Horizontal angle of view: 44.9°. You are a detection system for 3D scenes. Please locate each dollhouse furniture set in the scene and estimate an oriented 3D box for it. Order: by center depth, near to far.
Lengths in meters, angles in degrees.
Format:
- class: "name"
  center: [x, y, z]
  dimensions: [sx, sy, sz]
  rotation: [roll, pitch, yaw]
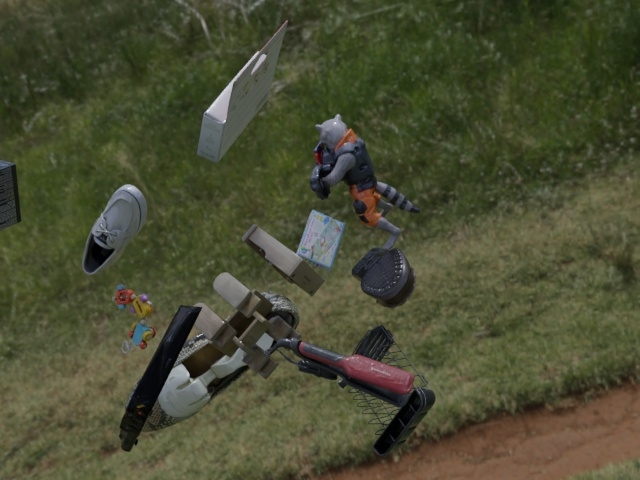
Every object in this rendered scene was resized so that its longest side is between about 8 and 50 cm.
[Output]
- class: "dollhouse furniture set"
  center: [-0.138, 0.116, 1.565]
  dimensions: [0.242, 0.212, 0.161]
  rotation: [-50, 50, -6]

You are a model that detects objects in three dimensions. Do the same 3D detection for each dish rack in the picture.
- class: "dish rack"
  center: [0.148, 0.345, 1.840]
  dimensions: [0.074, 0.208, 0.271]
  rotation: [4, 38, -40]

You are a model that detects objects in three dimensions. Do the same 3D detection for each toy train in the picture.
- class: "toy train"
  center: [-0.444, 0.185, 1.865]
  dimensions: [0.125, 0.166, 0.046]
  rotation: [-16, -10, 38]

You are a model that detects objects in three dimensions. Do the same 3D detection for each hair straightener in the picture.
- class: "hair straightener"
  center: [0.024, 0.204, 1.170]
  dimensions: [0.230, 0.089, 0.047]
  rotation: [14, 50, 8]

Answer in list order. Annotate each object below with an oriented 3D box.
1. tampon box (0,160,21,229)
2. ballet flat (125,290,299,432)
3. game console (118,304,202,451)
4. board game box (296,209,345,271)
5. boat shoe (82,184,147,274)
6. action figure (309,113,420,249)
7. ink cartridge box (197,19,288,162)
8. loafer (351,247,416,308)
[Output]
- class: "tampon box"
  center: [-0.848, -0.117, 1.969]
  dimensions: [0.120, 0.161, 0.101]
  rotation: [13, 24, 21]
- class: "ballet flat"
  center: [-0.249, 0.292, 1.833]
  dimensions: [0.483, 0.164, 0.182]
  rotation: [-37, 18, -14]
- class: "game console"
  center: [-0.303, 0.268, 1.388]
  dimensions: [0.044, 0.361, 0.213]
  rotation: [27, 52, -6]
- class: "board game box"
  center: [0.000, 0.000, 2.187]
  dimensions: [0.026, 0.103, 0.154]
  rotation: [129, 163, -59]
- class: "boat shoe"
  center: [-0.491, -0.018, 1.807]
  dimensions: [0.267, 0.096, 0.088]
  rotation: [-47, 5, 37]
- class: "action figure"
  center: [0.101, -0.179, 1.968]
  dimensions: [0.178, 0.330, 0.341]
  rotation: [-24, 25, 22]
- class: "ink cartridge box"
  center: [-0.174, -0.340, 1.720]
  dimensions: [0.060, 0.239, 0.275]
  rotation: [25, 48, 5]
- class: "loafer"
  center: [0.179, 0.099, 1.906]
  dimensions: [0.134, 0.130, 0.366]
  rotation: [-46, 9, 3]
